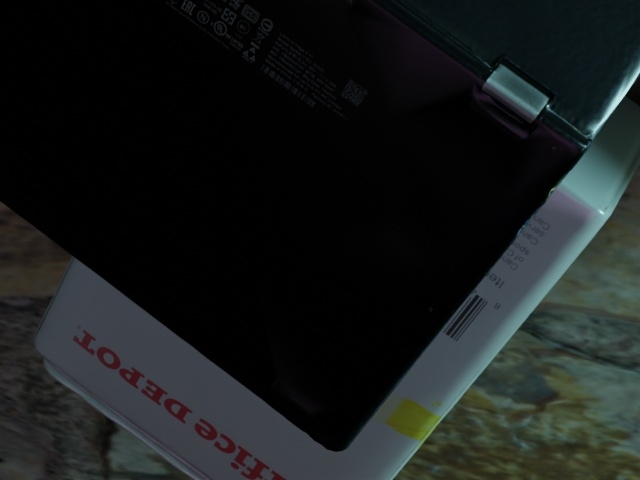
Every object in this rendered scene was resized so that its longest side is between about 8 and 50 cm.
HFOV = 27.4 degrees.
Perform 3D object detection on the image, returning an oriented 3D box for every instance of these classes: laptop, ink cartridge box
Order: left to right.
[{"bbox_3d":[-0.006,-0.169,0.742,0.382,0.236,0.408,37,127,4],"label":"laptop"},{"bbox_3d":[0.000,0.000,0.923,0.279,0.160,0.384,36,126,4],"label":"ink cartridge box"}]

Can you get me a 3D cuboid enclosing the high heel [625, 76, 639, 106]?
[{"bbox_3d":[0.239,-0.160,0.820,0.186,0.093,0.261,-13,126,21],"label":"high heel"}]
